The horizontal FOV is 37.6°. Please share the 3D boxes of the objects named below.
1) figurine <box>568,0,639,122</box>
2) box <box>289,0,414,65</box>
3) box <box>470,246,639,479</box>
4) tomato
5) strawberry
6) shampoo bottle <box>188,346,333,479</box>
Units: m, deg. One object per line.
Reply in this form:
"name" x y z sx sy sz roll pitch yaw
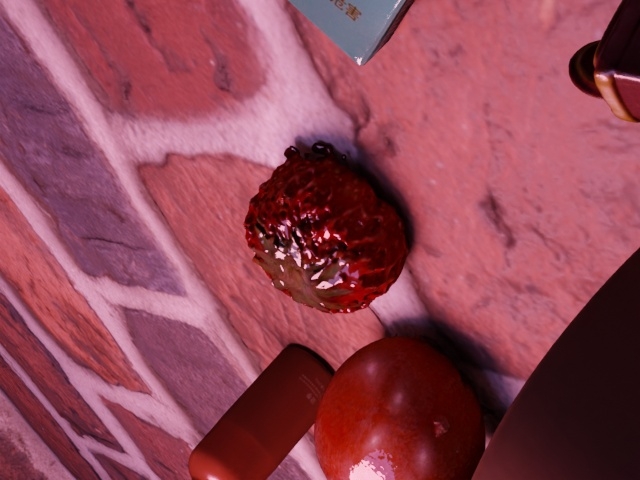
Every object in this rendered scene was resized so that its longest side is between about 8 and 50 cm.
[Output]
"figurine" 0.196 -0.077 0.449 0.154 0.082 0.098 20 162 36
"box" 0.014 -0.217 0.512 0.162 0.041 0.229 42 151 2
"box" 0.223 0.136 0.477 0.216 0.301 0.301 35 151 31
"tomato" 0.069 0.177 0.844 0.167 0.167 0.167 31 148 22
"strawberry" 0.000 0.000 0.766 0.145 0.086 0.145 32 151 20
"shampoo bottle" -0.083 0.219 0.987 0.085 0.244 0.085 34 150 22
